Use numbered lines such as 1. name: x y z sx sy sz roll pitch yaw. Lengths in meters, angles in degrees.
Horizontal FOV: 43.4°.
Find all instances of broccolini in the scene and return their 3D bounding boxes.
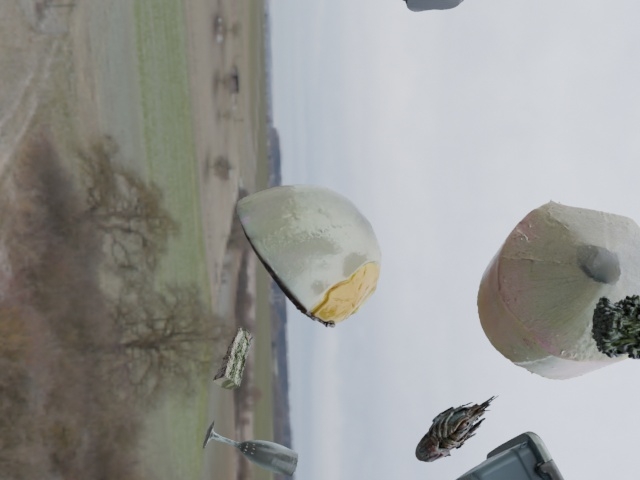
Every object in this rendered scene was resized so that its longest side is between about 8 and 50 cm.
1. broccolini: 0.517 0.123 0.938 0.074 0.392 0.079 -51 149 -77

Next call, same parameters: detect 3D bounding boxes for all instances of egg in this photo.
1. egg: 0.000 0.000 1.595 0.337 0.201 0.337 53 6 -8

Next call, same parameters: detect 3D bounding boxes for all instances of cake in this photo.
1. cake: -0.181 0.255 1.754 0.055 0.051 0.140 -12 -131 55

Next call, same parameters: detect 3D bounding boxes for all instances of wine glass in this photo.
1. wine glass: -0.141 0.434 1.664 0.066 0.198 0.066 -158 -90 -80

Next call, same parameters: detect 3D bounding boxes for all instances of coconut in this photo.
1. coconut: 0.439 0.084 1.405 0.309 0.297 0.298 109 -22 -71

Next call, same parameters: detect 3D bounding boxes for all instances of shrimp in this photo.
1. shrimp: 0.302 0.411 1.788 0.090 0.233 0.079 49 9 -3

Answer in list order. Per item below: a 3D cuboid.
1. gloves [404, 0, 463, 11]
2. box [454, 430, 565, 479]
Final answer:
1. gloves: 0.206 -0.520 1.476 0.106 0.129 0.181 14 70 -53
2. box: 0.278 0.381 1.161 0.227 0.130 0.162 101 -35 -66
